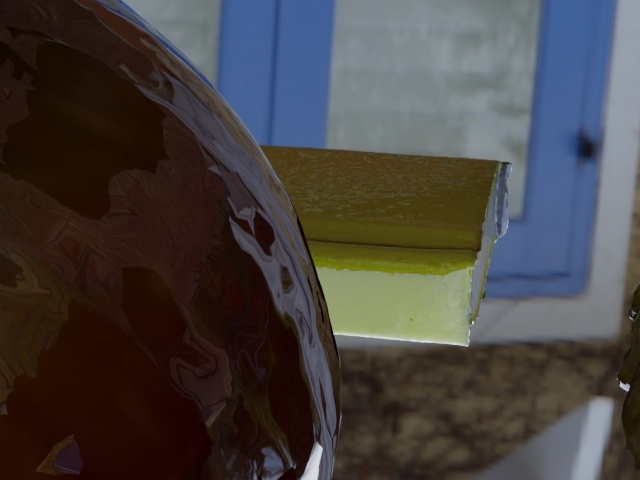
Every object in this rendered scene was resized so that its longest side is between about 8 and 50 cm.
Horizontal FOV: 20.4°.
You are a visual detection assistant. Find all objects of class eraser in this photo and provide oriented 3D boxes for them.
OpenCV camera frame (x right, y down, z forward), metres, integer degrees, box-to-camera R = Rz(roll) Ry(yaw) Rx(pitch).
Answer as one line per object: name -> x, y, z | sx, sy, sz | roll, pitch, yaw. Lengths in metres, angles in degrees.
eraser -> 0.000, 0.000, 1.125 | 0.226, 0.069, 0.158 | 4, -151, 11

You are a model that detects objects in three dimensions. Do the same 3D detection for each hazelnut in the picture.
hazelnut -> -0.189, 0.079, 0.725 | 0.402, 0.402, 0.429 | 17, -120, 46

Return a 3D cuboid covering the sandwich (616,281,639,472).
sandwich -> 0.272, -0.012, 0.461 | 0.262, 0.325, 0.131 | 18, -141, -23
